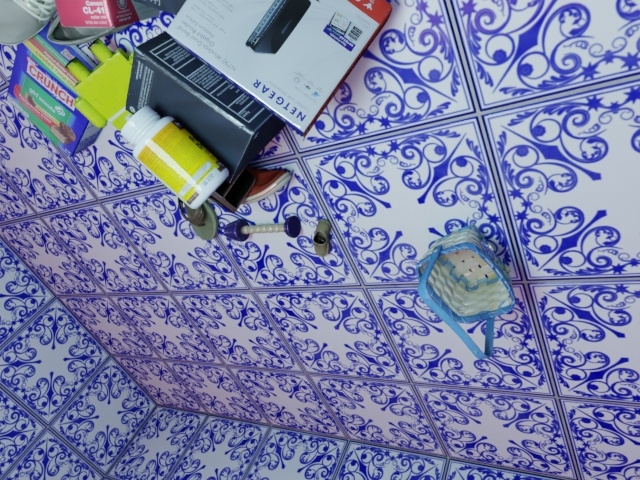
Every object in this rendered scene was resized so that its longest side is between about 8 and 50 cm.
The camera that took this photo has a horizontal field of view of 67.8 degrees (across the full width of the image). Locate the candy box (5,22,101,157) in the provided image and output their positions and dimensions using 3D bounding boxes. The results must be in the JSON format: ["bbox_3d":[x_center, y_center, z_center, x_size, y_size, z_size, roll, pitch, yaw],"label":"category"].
[{"bbox_3d":[-0.802,-0.453,1.479,0.268,0.122,0.317,45,135,-13],"label":"candy box"}]

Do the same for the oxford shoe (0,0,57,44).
[{"bbox_3d":[-0.694,-0.618,1.159,0.449,0.130,0.169,-26,154,26],"label":"oxford shoe"}]

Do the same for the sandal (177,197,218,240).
[{"bbox_3d":[-0.432,-0.120,1.591,0.120,0.086,0.303,10,133,23],"label":"sandal"}]

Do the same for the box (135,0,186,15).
[{"bbox_3d":[-0.300,-0.567,1.040,0.158,0.156,0.093,21,135,6],"label":"box"}]

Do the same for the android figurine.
[{"bbox_3d":[-0.561,-0.415,1.338,0.248,0.056,0.273,-32,127,10],"label":"android figurine"}]

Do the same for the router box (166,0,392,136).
[{"bbox_3d":[-0.079,-0.431,0.959,0.335,0.082,0.301,35,93,-3],"label":"router box"}]

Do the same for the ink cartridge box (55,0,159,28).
[{"bbox_3d":[-0.465,-0.623,0.998,0.131,0.226,0.307,7,123,8],"label":"ink cartridge box"}]

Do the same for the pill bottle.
[{"bbox_3d":[-0.306,-0.176,1.003,0.215,0.117,0.117,43,137,-13],"label":"pill bottle"}]

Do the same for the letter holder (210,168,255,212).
[{"bbox_3d":[-0.320,-0.250,1.339,0.301,0.215,0.152,29,172,30],"label":"letter holder"}]

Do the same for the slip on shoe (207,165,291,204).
[{"bbox_3d":[-0.230,-0.175,1.404,0.331,0.123,0.101,1,125,36],"label":"slip on shoe"}]

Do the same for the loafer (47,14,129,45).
[{"bbox_3d":[-0.595,-0.579,1.244,0.319,0.111,0.112,-7,125,35],"label":"loafer"}]

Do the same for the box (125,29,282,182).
[{"bbox_3d":[-0.231,-0.341,1.110,0.294,0.296,0.183,35,138,-2],"label":"box"}]

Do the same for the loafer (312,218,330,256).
[{"bbox_3d":[0.000,0.000,1.471,0.056,0.050,0.148,16,135,18],"label":"loafer"}]

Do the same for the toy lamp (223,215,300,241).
[{"bbox_3d":[-0.196,-0.036,1.535,0.274,0.080,0.080,-3,127,34],"label":"toy lamp"}]

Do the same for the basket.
[{"bbox_3d":[0.354,0.113,1.185,0.255,0.289,0.201,46,136,-16],"label":"basket"}]
